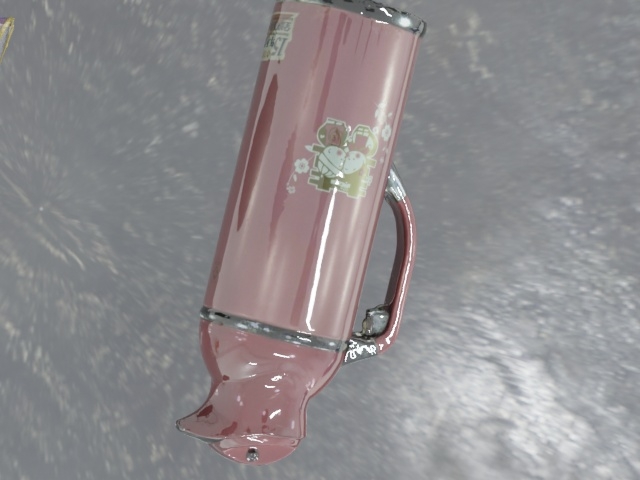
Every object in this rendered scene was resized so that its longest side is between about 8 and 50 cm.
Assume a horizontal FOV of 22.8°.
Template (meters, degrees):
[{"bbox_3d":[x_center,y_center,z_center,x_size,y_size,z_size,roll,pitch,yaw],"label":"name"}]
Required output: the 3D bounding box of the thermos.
[{"bbox_3d":[-0.008,-0.002,1.124,0.136,0.109,0.330,15,89,-53],"label":"thermos"}]

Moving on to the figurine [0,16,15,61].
[{"bbox_3d":[-0.354,-0.160,1.105,0.263,0.189,0.142,22,71,-11],"label":"figurine"}]
